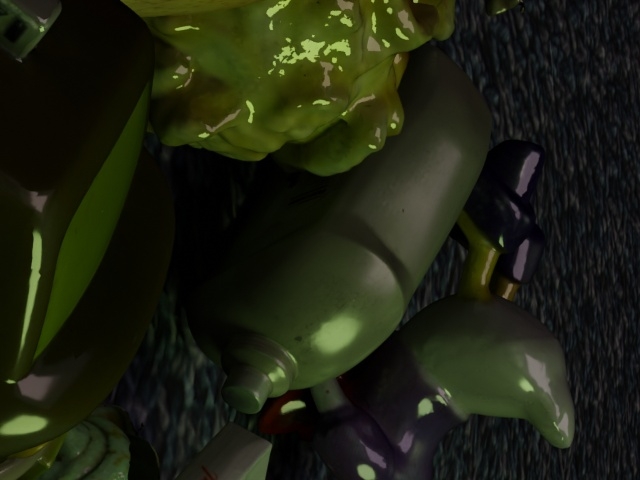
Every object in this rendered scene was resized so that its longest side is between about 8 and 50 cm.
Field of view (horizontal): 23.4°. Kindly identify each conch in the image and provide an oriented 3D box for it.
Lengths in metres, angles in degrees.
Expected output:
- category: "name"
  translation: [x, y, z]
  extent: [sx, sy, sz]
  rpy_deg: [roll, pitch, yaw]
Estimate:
- category: "conch"
  translation: [-0.126, 0.153, 0.825]
  extent: [0.106, 0.079, 0.170]
  rpy_deg: [-43, 147, -43]

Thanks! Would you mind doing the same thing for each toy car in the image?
- category: "toy car"
  translation: [-0.152, -0.038, 0.493]
  extent: [0.248, 0.198, 0.204]
  rpy_deg: [37, 45, -14]

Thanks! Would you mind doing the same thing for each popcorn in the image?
- category: "popcorn"
  translation: [-0.016, -0.140, 0.849]
  extent: [0.217, 0.181, 0.235]
  rpy_deg: [41, 59, -57]

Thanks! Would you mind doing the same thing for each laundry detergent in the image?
- category: "laundry detergent"
  translation: [0.000, 0.000, 0.925]
  extent: [0.091, 0.181, 0.253]
  rpy_deg: [47, 49, -23]

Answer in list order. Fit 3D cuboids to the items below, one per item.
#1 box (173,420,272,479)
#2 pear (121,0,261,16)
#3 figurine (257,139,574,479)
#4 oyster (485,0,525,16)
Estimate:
- category: "box"
  translation: [-0.090, 0.229, 0.854]
  extent: [0.139, 0.035, 0.245]
  rpy_deg: [-46, 156, -49]
- category: "pear"
  translation: [-0.069, -0.237, 0.611]
  extent: [0.314, 0.314, 0.314]
  rpy_deg: [-19, 112, -60]
- category: "figurine"
  translation: [0.062, 0.136, 1.034]
  extent: [0.421, 0.193, 0.154]
  rpy_deg: [-62, 156, -5]
- category: "oyster"
  translation: [0.172, -0.328, 1.180]
  extent: [0.133, 0.198, 0.337]
  rpy_deg: [33, 47, -10]
